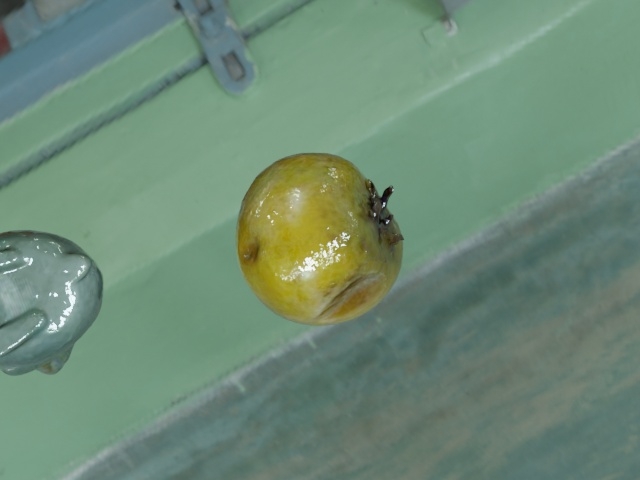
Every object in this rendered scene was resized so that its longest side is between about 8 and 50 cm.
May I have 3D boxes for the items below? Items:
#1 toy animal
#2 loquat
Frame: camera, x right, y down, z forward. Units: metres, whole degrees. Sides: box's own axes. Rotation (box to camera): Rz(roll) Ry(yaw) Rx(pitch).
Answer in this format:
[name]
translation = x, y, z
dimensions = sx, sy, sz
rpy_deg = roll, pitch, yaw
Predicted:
[toy animal]
translation = -0.234, 0.062, 0.988
dimensions = 0.138, 0.236, 0.108
rpy_deg = -21, 78, -1
[loquat]
translation = 0.002, 0.005, 1.382
dimensions = 0.213, 0.213, 0.213
rpy_deg = -7, 66, 16
